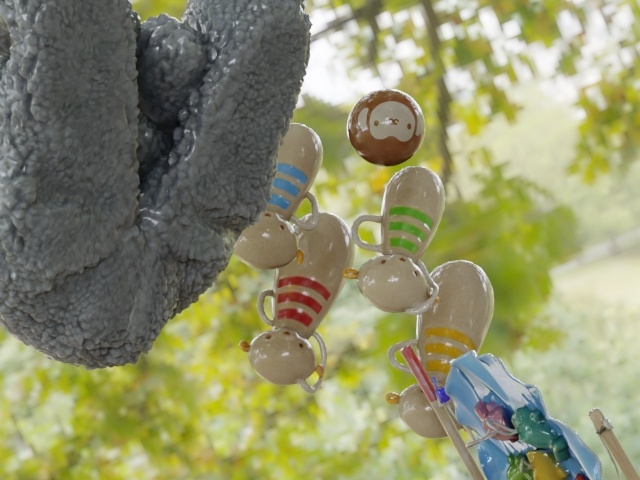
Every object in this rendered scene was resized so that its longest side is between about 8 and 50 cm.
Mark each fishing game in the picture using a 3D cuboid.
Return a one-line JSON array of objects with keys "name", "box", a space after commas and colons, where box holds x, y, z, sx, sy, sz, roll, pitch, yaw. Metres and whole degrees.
[{"name": "fishing game", "box": [0.134, 0.152, 1.142, 0.041, 0.189, 0.264, -36, 21, -16]}]

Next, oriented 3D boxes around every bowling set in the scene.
[{"name": "bowling set", "box": [0.000, 0.000, 1.276, 0.200, 0.287, 0.154, 102, -176, -48]}]

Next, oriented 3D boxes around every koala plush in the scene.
[{"name": "koala plush", "box": [-0.152, -0.056, 0.913, 0.221, 0.203, 0.196, 17, 7, 42]}]
